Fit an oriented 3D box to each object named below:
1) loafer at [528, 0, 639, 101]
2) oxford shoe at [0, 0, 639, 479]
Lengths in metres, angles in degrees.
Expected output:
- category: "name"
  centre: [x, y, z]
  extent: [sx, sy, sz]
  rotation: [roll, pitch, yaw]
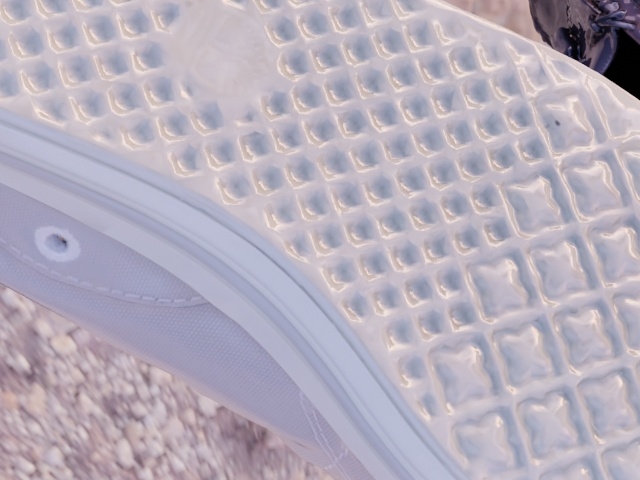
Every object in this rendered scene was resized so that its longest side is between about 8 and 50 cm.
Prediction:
- category: "loafer"
  centre: [0.199, -0.096, 1.169]
  extent: [0.095, 0.109, 0.302]
  rotation: [-30, 35, -14]
- category: "oxford shoe"
  centre: [0.000, 0.000, 0.662]
  extent: [0.449, 0.130, 0.169]
  rotation: [31, 60, -7]
